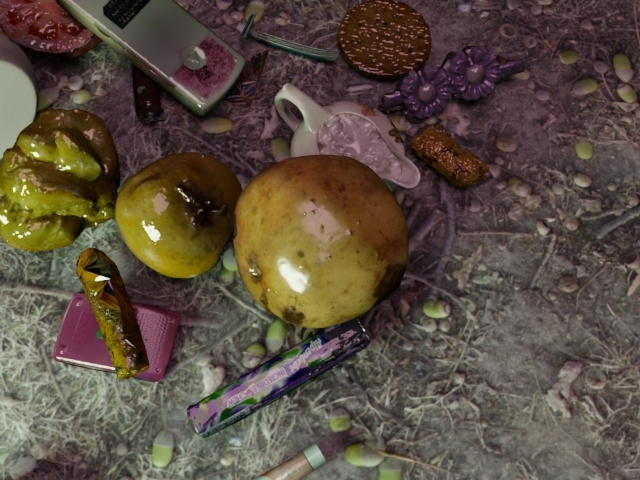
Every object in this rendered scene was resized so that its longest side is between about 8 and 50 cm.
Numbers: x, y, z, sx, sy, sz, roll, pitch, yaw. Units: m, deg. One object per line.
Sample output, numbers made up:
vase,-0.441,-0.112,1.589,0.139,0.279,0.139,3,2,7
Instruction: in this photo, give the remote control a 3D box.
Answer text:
remote control,-0.305,-0.382,1.412,0.344,0.050,0.145,39,69,-6

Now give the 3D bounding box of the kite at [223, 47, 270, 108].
kite,-0.170,-0.317,1.474,0.190,0.010,0.159,-27,72,-14

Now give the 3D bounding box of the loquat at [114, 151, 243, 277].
loquat,-0.221,-0.042,1.260,0.213,0.213,0.213,1,69,-3

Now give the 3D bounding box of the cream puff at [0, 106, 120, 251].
cream puff,-0.429,-0.097,1.257,0.196,0.244,0.244,3,68,-14

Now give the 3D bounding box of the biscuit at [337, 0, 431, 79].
biscuit,0.127,-0.395,1.515,0.188,0.027,0.187,2,67,-4

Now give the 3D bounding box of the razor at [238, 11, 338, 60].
razor,-0.058,-0.382,1.492,0.191,0.037,0.068,19,64,1

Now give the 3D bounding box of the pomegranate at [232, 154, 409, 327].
pomegranate,0.000,0.000,1.198,0.281,0.281,0.281,1,69,-3

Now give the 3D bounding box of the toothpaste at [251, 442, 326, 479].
toothpaste,-0.086,0.385,1.195,0.205,0.036,0.056,-30,73,-10

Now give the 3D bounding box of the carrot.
carrot,-0.332,0.116,1.233,0.069,0.069,0.228,-22,70,-12

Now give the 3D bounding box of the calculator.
calculator,-0.337,0.157,1.267,0.191,0.034,0.126,11,70,2

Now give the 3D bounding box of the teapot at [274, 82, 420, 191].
teapot,0.039,-0.162,1.360,0.298,0.139,0.204,31,73,8

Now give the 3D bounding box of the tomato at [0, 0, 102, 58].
tomato,-0.496,-0.431,1.458,0.225,0.085,0.224,1,74,-4

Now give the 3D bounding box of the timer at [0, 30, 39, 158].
timer,-0.646,-0.274,1.303,0.285,0.285,0.285,1,69,-3

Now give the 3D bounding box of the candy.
candy,-0.067,0.217,1.230,0.312,0.088,0.061,-27,76,-14

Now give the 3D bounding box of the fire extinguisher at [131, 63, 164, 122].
fire extinguisher,-0.324,-0.282,1.433,0.064,0.043,0.158,-19,68,21

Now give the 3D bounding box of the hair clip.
hair clip,0.248,-0.303,1.463,0.292,0.084,0.106,-21,115,-9

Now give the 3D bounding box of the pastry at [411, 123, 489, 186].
pastry,0.236,-0.152,1.414,0.080,0.056,0.140,-36,68,-23
